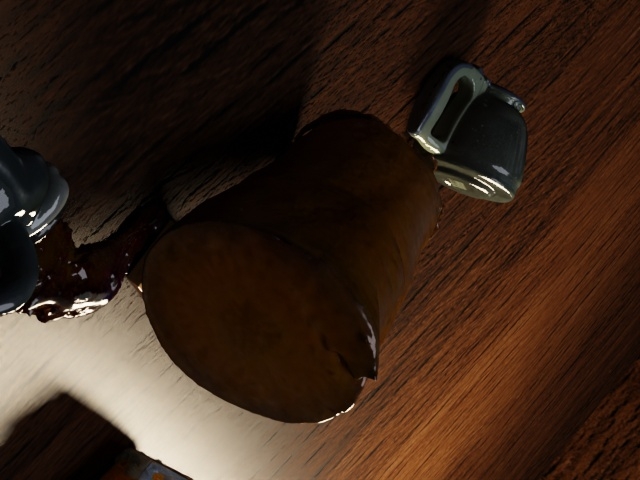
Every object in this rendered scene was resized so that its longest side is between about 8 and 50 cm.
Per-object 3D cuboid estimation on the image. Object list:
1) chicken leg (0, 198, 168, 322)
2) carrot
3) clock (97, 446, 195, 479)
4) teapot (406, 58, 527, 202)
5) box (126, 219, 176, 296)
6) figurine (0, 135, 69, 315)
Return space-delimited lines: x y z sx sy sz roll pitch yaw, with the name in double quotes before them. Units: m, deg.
"chicken leg" -0.171 0.016 1.319 0.205 0.053 0.093 -9 117 -71
"carrot" 0.000 0.000 1.499 0.254 0.196 0.196 -53 166 -49
"clock" -0.165 0.259 1.665 0.144 0.103 0.231 -62 164 -8
"teapot" 0.137 -0.109 1.850 0.111 0.149 0.108 -1 -115 65
"box" -0.121 0.024 1.508 0.058 0.015 0.093 -54 161 -11
"figurine" -0.221 -0.021 0.988 0.193 0.140 0.265 -40 148 4
